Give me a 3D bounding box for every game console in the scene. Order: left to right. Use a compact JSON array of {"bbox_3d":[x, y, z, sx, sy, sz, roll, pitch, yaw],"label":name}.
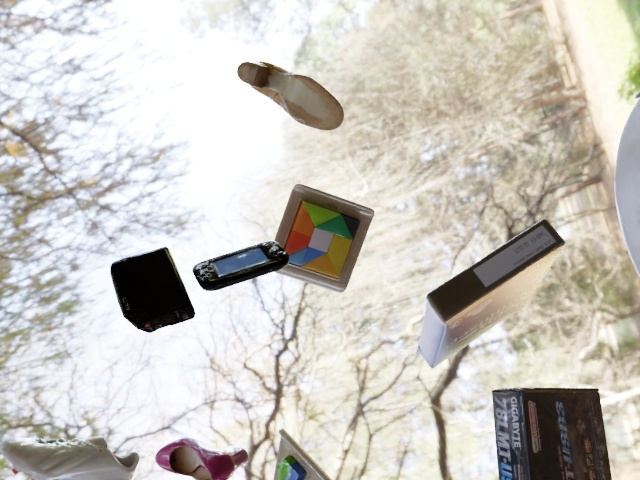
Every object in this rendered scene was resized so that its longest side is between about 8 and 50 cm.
[{"bbox_3d":[-0.248,0.066,1.381,0.213,0.361,0.044,-127,26,-46],"label":"game console"}]

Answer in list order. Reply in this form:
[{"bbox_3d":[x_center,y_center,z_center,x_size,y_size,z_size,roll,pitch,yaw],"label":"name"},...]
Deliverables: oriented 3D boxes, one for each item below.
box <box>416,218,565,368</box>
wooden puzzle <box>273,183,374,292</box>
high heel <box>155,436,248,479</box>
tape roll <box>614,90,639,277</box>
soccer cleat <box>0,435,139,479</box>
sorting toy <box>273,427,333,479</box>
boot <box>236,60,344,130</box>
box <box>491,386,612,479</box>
[{"bbox_3d":[0.168,0.070,0.689,0.036,0.136,0.225,55,171,21],"label":"box"},{"bbox_3d":[0.000,0.000,1.643,0.220,0.239,0.044,18,-168,-13],"label":"wooden puzzle"},{"bbox_3d":[-0.276,0.468,1.363,0.117,0.244,0.082,-6,-88,-61],"label":"high heel"},{"bbox_3d":[0.506,-0.035,0.780,0.392,0.072,0.392,166,90,-79],"label":"tape roll"},{"bbox_3d":[-0.329,0.287,0.870,0.196,0.068,0.076,41,-101,-42],"label":"soccer cleat"},{"bbox_3d":[-0.028,0.444,1.080,0.038,0.193,0.208,-11,-61,-35],"label":"sorting toy"},{"bbox_3d":[-0.048,-0.357,1.592,0.295,0.104,0.211,30,-163,11],"label":"boot"},{"bbox_3d":[0.426,0.415,1.177,0.293,0.073,0.296,13,-111,-42],"label":"box"}]
